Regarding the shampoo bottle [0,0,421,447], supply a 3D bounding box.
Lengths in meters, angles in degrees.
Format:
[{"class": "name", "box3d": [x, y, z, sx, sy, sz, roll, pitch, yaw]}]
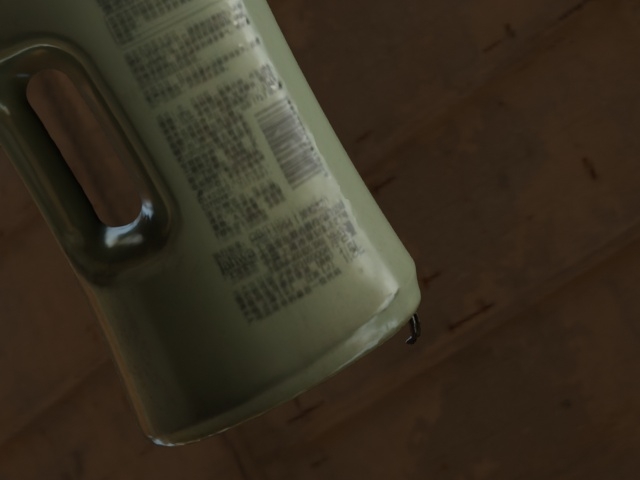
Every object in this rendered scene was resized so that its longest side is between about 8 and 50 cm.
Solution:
[{"class": "shampoo bottle", "box3d": [-0.064, -0.054, 0.547, 0.118, 0.087, 0.234, -28, -80, -2]}]

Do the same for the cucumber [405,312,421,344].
[{"class": "cucumber", "box3d": [0.000, 0.000, 0.896, 0.163, 0.039, 0.043, 38, -52, 1]}]
